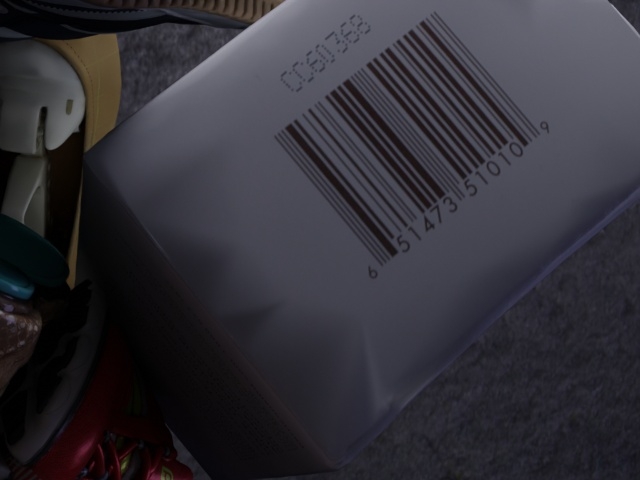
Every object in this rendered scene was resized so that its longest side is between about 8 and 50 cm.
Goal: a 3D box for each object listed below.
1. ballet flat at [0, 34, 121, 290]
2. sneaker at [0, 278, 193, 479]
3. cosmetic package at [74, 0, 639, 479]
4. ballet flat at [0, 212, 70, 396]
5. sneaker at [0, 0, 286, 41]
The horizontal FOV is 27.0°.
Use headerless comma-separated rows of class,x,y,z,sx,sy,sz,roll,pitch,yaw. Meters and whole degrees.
ballet flat,-0.154,-0.047,0.731,0.073,0.080,0.232,-79,177,-56
sneaker,-0.112,0.094,0.663,0.107,0.118,0.279,-45,-176,-6
cosmetic package,0.000,0.000,0.680,0.156,0.217,0.385,50,-14,3
ballet flat,-0.143,0.028,0.528,0.067,0.073,0.206,-60,-174,1
sneaker,-0.120,-0.133,0.514,0.282,0.153,0.099,5,90,-67
